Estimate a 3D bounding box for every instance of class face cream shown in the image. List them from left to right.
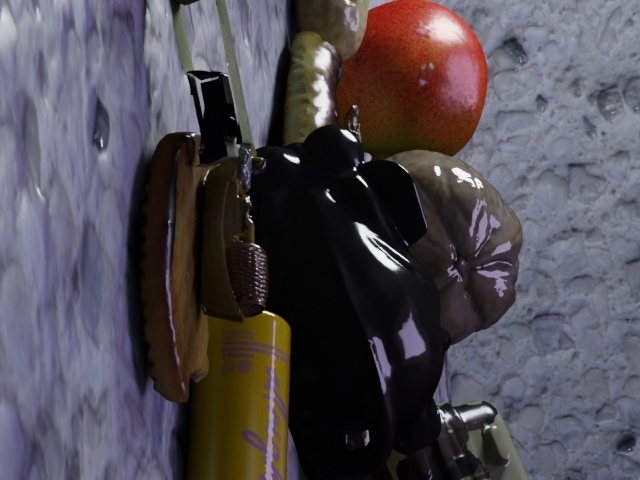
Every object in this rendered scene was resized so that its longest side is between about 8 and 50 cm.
[{"bbox_3d":[-0.065,0.189,1.235,0.078,0.078,0.273,70,19,-62],"label":"face cream"}]

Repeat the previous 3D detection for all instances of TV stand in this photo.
[{"bbox_3d":[-0.093,-0.180,1.201,0.036,0.042,0.249,-6,85,-77],"label":"TV stand"}]

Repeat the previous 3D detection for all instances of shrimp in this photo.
[{"bbox_3d":[0.034,-0.097,1.887,0.091,0.025,0.127,89,5,-86],"label":"shrimp"}]

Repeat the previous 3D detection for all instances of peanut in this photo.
[{"bbox_3d":[0.015,-0.294,1.903,0.228,0.085,0.104,-86,178,-47],"label":"peanut"}]

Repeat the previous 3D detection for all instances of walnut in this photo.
[{"bbox_3d":[0.113,0.009,1.758,0.224,0.224,0.224,-3,90,-81],"label":"walnut"}]

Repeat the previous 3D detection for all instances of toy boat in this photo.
[{"bbox_3d":[-0.062,-0.007,1.213,0.047,0.049,0.149,72,16,-59],"label":"toy boat"}]

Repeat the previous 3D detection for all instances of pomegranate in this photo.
[{"bbox_3d":[0.107,-0.180,2.084,0.221,0.220,0.257,22,75,-80],"label":"pomegranate"}]

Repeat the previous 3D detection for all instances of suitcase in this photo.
[{"bbox_3d":[0.161,0.384,1.937,0.339,0.194,0.352,116,-43,-60],"label":"suitcase"}]

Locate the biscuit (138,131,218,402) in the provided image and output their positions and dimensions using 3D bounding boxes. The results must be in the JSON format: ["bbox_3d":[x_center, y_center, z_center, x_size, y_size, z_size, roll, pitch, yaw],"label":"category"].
[{"bbox_3d":[-0.103,0.011,1.206,0.228,0.031,0.176,-74,160,-69],"label":"biscuit"}]

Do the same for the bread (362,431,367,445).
[{"bbox_3d":[0.030,0.199,1.838,0.267,0.040,0.267,-176,-90,-89],"label":"bread"}]

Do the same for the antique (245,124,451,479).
[{"bbox_3d":[0.016,0.065,1.434,0.255,0.185,0.322,78,-7,-48],"label":"antique"}]

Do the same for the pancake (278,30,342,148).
[{"bbox_3d":[-0.001,-0.004,1.763,0.305,0.066,0.427,78,11,-54],"label":"pancake"}]
